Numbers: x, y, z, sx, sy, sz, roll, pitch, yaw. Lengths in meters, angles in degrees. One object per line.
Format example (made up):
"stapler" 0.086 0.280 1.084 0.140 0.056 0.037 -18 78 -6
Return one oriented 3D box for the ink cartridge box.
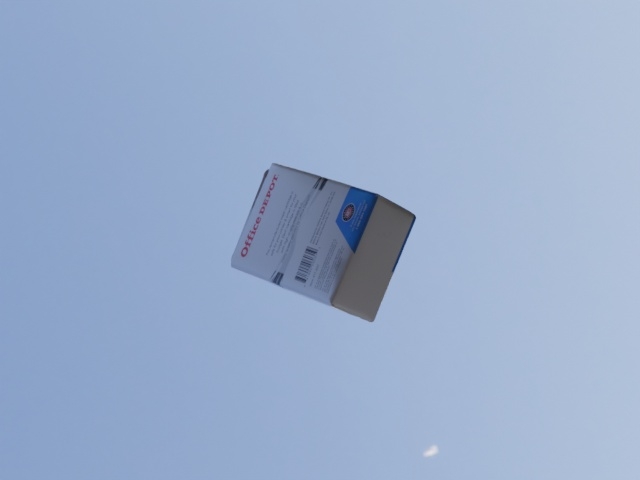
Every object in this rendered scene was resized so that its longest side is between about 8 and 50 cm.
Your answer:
"ink cartridge box" 0.000 0.000 1.763 0.086 0.203 0.148 24 -93 -43
